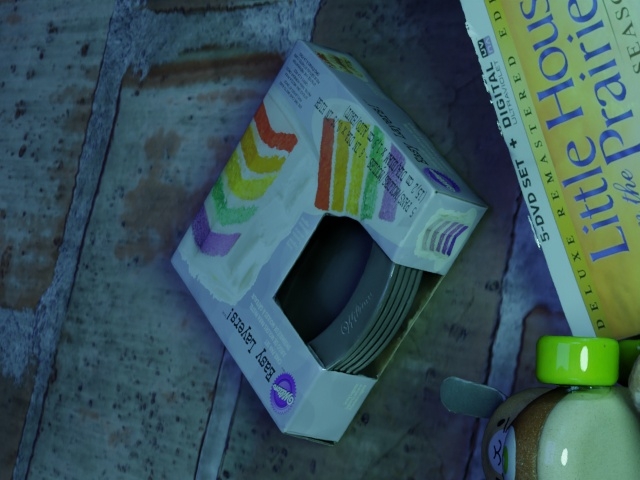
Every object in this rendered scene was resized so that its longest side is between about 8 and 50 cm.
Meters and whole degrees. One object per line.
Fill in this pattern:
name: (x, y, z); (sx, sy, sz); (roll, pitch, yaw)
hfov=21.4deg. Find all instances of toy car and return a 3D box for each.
toy car: (0.141, 0.141, 1.114); (0.188, 0.149, 0.155); (-2, 84, 50)

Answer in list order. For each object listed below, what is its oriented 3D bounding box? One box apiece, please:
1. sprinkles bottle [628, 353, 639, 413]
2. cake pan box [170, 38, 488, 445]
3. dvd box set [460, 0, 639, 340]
sprinkles bottle: (0.295, 0.193, 0.914); (0.121, 0.121, 0.355); (-48, 48, 29)
cake pan box: (0.000, 0.000, 1.409); (0.246, 0.070, 0.267); (-59, 41, 21)
dvd box set: (0.269, -0.123, 1.007); (0.420, 0.062, 0.308); (-21, 85, 50)
